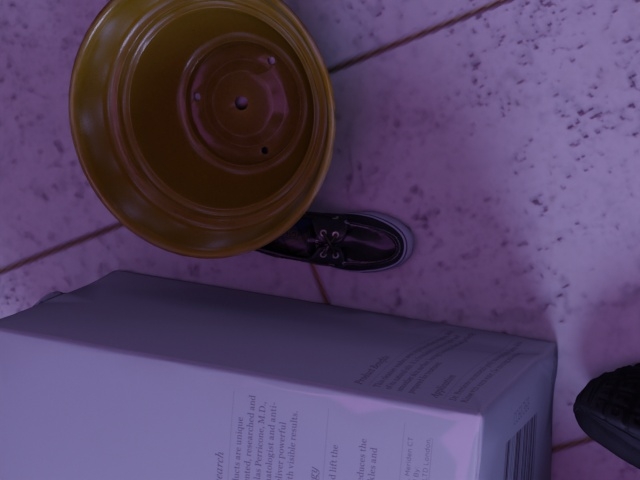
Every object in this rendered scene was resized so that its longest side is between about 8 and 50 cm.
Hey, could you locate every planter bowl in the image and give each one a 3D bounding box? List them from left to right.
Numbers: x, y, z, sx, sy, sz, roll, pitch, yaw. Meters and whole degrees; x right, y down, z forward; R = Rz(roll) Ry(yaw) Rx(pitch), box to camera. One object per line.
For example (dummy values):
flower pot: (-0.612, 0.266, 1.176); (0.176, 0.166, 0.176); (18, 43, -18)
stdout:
planter bowl: (-0.075, -0.100, 1.334); (0.217, 0.090, 0.217); (4, 101, 20)

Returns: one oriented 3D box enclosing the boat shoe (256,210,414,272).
boat shoe: (0.000, 0.000, 1.350); (0.142, 0.040, 0.049); (7, 102, 20)

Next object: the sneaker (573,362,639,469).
sneaker: (0.303, 0.187, 1.236); (0.286, 0.109, 0.130); (27, 127, 23)

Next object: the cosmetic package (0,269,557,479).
cosmetic package: (-0.039, 0.137, 1.300); (0.385, 0.217, 0.156); (8, 103, 22)
